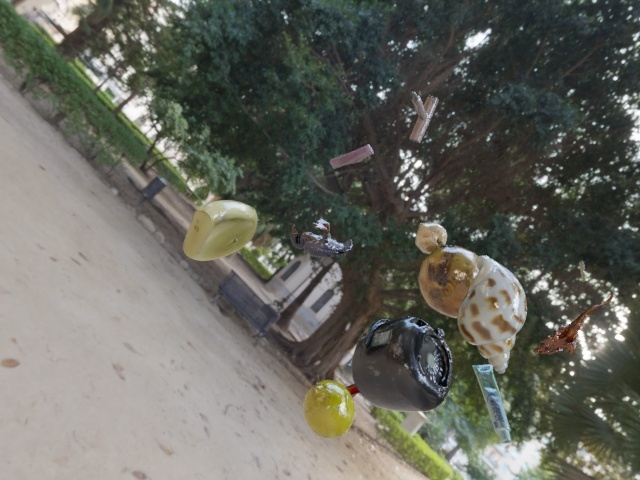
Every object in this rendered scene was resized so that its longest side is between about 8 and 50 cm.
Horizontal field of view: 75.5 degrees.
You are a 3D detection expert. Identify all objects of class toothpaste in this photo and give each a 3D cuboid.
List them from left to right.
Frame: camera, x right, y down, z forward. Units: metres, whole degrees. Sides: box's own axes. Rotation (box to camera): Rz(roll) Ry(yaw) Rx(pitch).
[{"bbox_3d":[0.614,0.568,1.471,0.297,0.074,0.048,-86,167,-52],"label":"toothpaste"}]

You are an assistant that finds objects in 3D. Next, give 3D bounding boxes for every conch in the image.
[{"bbox_3d":[0.429,0.183,1.030,0.148,0.275,0.182,18,11,39],"label":"conch"}]

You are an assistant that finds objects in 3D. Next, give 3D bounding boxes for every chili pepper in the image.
[{"bbox_3d":[0.098,0.557,1.509,0.059,0.268,0.050,29,39,-42],"label":"chili pepper"}]

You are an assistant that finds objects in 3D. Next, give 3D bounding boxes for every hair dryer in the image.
[{"bbox_3d":[0.400,-0.518,1.691,0.053,0.195,0.220,27,11,27],"label":"hair dryer"}]

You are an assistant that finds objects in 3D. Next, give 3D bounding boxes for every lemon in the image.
[{"bbox_3d":[0.026,0.562,1.387,0.173,0.173,0.206,28,-38,63],"label":"lemon"}]

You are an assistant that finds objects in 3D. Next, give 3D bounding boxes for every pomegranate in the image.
[{"bbox_3d":[0.590,0.181,1.844,0.322,0.322,0.322,43,-9,8],"label":"pomegranate"}]

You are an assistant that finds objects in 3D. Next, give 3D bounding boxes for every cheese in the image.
[{"bbox_3d":[-0.360,-0.042,1.578,0.128,0.259,0.316,47,28,15],"label":"cheese"}]

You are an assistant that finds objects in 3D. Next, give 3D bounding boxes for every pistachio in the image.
[{"bbox_3d":[0.525,-0.012,1.988,0.157,0.157,0.229,42,2,16],"label":"pistachio"}]

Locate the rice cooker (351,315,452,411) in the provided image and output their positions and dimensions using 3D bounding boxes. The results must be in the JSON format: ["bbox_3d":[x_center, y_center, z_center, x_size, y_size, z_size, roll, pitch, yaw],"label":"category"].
[{"bbox_3d":[0.239,0.349,1.179,0.267,0.267,0.224,47,-46,-15],"label":"rice cooker"}]

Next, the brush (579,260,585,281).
[{"bbox_3d":[1.005,0.119,1.581,0.013,0.084,0.016,13,-23,-14],"label":"brush"}]

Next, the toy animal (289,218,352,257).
[{"bbox_3d":[0.000,0.000,1.962,0.298,0.185,0.122,21,29,0],"label":"toy animal"}]

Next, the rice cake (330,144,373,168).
[{"bbox_3d":[0.117,-0.318,1.568,0.206,0.036,0.047,-9,-55,46],"label":"rice cake"}]

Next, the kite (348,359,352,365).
[{"bbox_3d":[0.213,0.438,1.514,0.229,0.250,0.012,19,-69,62],"label":"kite"}]

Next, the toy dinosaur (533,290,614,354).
[{"bbox_3d":[1.039,0.391,1.720,0.097,0.208,0.432,52,-48,21],"label":"toy dinosaur"}]
